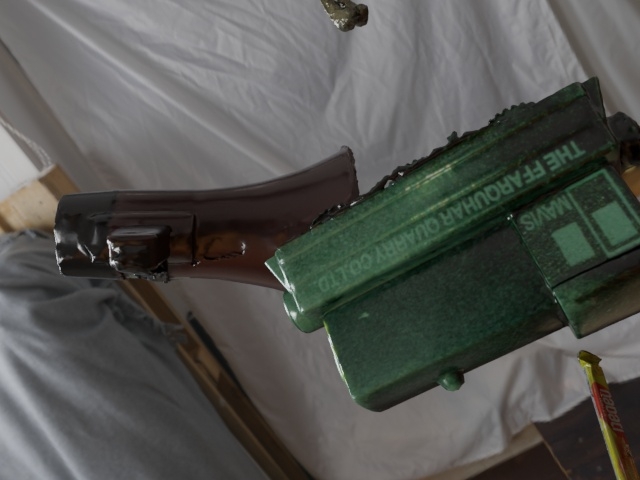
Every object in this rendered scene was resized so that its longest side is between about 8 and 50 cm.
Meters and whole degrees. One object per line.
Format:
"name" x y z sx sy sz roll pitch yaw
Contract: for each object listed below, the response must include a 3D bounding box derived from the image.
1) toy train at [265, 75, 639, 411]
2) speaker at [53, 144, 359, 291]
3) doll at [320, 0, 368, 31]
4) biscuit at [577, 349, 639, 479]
"toy train" 0.121 0.019 0.498 0.330 0.138 0.178 -30 61 14
"speaker" -0.112 0.016 0.645 0.329 0.198 0.259 -5 32 -11
"doll" -0.032 -0.514 1.184 0.202 0.091 0.286 -13 67 -3
"biscuit" 0.414 0.285 0.850 0.292 0.048 0.026 -88 25 -44
